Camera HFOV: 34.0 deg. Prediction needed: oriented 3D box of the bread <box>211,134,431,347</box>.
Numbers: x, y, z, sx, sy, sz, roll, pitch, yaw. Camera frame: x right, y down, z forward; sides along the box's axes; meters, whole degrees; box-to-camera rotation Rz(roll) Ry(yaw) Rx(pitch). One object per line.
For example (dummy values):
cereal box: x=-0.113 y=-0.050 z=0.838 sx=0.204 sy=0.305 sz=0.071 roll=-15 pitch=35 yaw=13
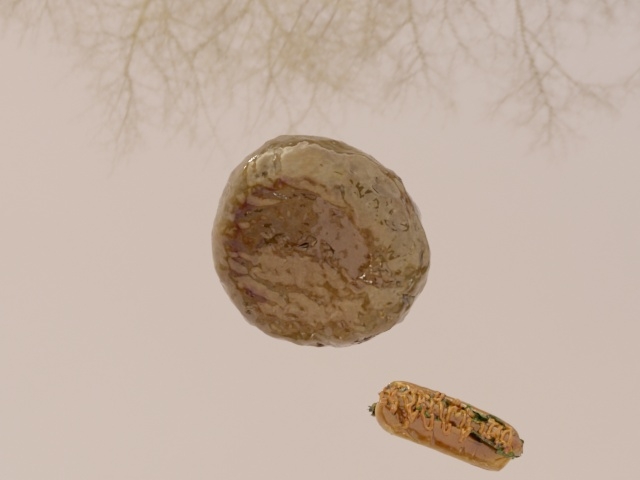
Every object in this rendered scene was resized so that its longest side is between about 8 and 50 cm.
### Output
bread: x=0.000 y=0.000 z=1.075 sx=0.230 sy=0.230 sz=0.123 roll=36 pitch=-153 yaw=-1

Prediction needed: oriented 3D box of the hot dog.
hot dog: x=0.143 y=0.207 z=1.204 sx=0.188 sy=0.055 sz=0.072 roll=18 pitch=-133 yaw=17
